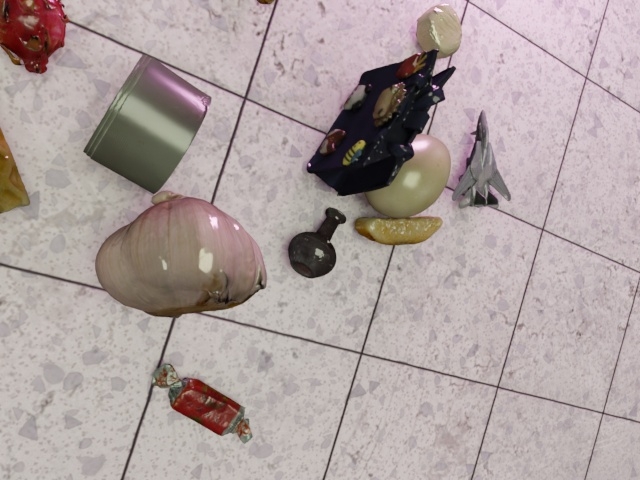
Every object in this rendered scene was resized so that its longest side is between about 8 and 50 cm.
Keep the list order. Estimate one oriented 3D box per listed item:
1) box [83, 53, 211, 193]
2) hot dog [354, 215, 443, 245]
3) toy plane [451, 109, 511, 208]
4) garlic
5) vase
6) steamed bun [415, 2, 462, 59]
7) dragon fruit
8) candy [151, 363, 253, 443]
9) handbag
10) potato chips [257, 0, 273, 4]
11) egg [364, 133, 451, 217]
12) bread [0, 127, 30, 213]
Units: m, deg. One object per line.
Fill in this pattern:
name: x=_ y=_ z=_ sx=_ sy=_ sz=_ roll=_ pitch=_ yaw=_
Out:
box: x=-0.334 y=-0.225 z=1.043 sx=0.149 sy=0.226 sz=0.226 roll=32 pitch=81 yaw=-24
hot dog: x=0.204 y=-0.027 z=1.387 sx=0.242 sy=0.084 sz=0.073 roll=-2 pitch=99 yaw=-25
toy plane: x=0.436 y=-0.222 z=1.482 sx=0.212 sy=0.088 sz=0.268 roll=-2 pitch=87 yaw=-26
garlic: x=-0.270 y=0.045 z=1.063 sx=0.321 sy=0.322 sz=0.241 roll=27 pitch=56 yaw=-24
vase: x=0.000 y=0.000 z=1.289 sx=0.120 sy=0.120 sz=0.183 roll=43 pitch=59 yaw=-21
steamed bun: x=0.305 y=-0.537 z=1.385 sx=0.112 sy=0.091 sz=0.130 roll=-35 pitch=111 yaw=-13
dragon fruit: x=-0.541 y=-0.398 z=0.994 sx=0.133 sy=0.136 sz=0.166 roll=14 pitch=118 yaw=4
candy: x=-0.259 y=0.376 z=1.220 sx=0.292 sy=0.059 sz=0.086 roll=38 pitch=80 yaw=-21
handbag: x=0.126 y=-0.259 z=1.199 sx=0.122 sy=0.329 sz=0.303 roll=33 pitch=80 yaw=-20
potato chips: x=-0.179 y=-0.607 z=1.191 sx=0.026 sy=0.037 sz=0.204 roll=-46 pitch=106 yaw=-25
egg: x=0.217 y=-0.164 z=1.324 sx=0.253 sy=0.188 sz=0.189 roll=-42 pitch=110 yaw=-24
bread: x=-0.645 y=-0.167 z=0.960 sx=0.152 sy=0.130 sz=0.268 roll=-20 pitch=101 yaw=-17
